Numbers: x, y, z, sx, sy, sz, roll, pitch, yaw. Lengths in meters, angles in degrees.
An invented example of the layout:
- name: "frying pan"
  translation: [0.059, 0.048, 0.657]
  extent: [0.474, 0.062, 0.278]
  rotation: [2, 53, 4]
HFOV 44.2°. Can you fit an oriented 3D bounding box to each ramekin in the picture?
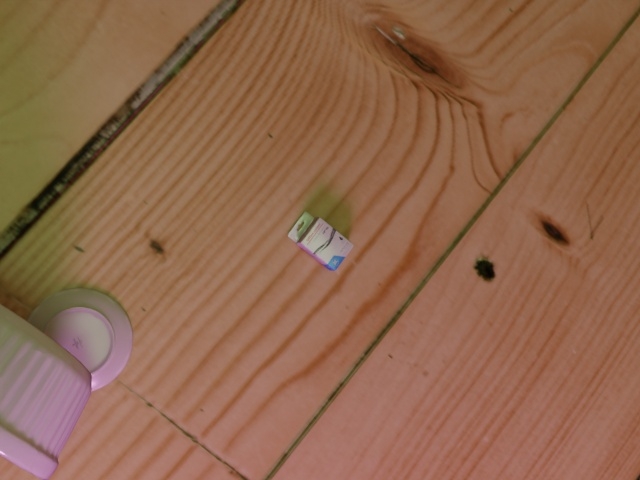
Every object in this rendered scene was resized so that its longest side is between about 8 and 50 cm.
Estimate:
- name: "ramekin"
  translation: [-0.388, 0.149, 0.902]
  extent: [0.273, 0.273, 0.127]
  rotation: [38, 66, -13]

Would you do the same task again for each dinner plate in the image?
- name: "dinner plate"
  translation: [-0.320, 0.133, 1.043]
  extent: [0.141, 0.017, 0.141]
  rotation: [0, 90, -15]

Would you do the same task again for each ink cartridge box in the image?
- name: "ink cartridge box"
  translation: [0.000, 0.000, 1.133]
  extent: [0.083, 0.028, 0.048]
  rotation: [38, 79, -12]
